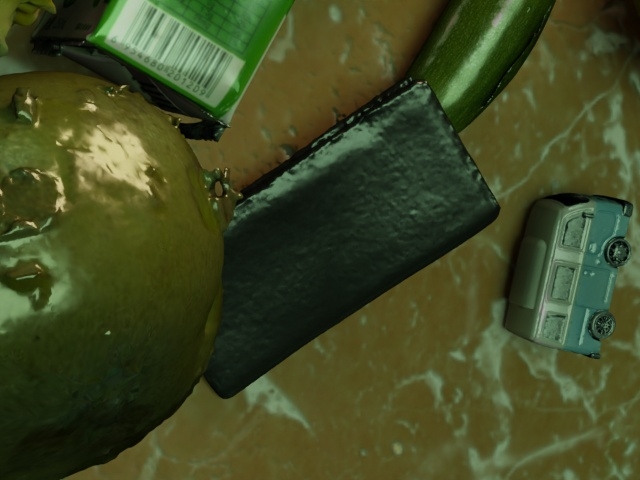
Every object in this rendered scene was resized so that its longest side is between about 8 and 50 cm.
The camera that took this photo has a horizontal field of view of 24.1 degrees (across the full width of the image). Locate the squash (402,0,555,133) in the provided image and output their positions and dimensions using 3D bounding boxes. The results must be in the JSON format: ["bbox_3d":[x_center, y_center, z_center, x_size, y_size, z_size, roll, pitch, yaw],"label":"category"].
[{"bbox_3d":[0.133,-0.185,1.086,0.080,0.071,0.318,27,88,-45],"label":"squash"}]

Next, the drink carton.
[{"bbox_3d":[-0.065,-0.207,0.947,0.108,0.161,0.271,31,86,-25],"label":"drink carton"}]

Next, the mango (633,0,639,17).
[{"bbox_3d":[0.417,-0.206,1.112,0.445,0.220,0.301,16,128,-34],"label":"mango"}]

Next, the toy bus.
[{"bbox_3d":[0.187,0.022,1.143,0.075,0.060,0.123,10,94,-22],"label":"toy bus"}]

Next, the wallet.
[{"bbox_3d":[0.000,0.000,1.048,0.244,0.025,0.124,-35,111,-3],"label":"wallet"}]

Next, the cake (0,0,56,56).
[{"bbox_3d":[-0.206,-0.267,0.842,0.227,0.222,0.286,33,82,-26],"label":"cake"}]

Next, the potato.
[{"bbox_3d":[-0.219,0.042,0.849,0.359,0.269,0.219,-22,60,-26],"label":"potato"}]
